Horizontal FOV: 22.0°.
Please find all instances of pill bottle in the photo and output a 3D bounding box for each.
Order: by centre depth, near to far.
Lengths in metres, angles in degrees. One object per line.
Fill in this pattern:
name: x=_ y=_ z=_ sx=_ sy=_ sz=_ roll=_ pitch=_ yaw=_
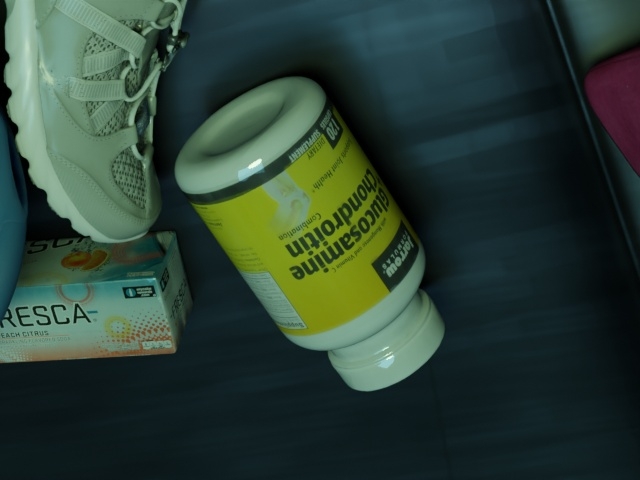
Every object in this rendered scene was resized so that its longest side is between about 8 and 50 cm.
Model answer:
pill bottle: x=0.000 y=0.000 z=0.994 sx=0.103 sy=0.103 sz=0.184 roll=-23 pitch=117 yaw=23

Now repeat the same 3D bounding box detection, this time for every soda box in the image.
soda box: x=-0.181 y=0.039 z=1.079 sx=0.183 sy=0.058 sz=0.063 roll=-4 pitch=122 yaw=11

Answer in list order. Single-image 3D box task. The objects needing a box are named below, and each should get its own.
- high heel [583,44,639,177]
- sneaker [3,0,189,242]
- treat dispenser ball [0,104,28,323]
high heel: x=0.295 y=0.025 z=0.987 sx=0.181 sy=0.127 sz=0.377 roll=7 pitch=134 yaw=41
sneaker: x=-0.118 y=-0.119 z=0.936 sx=0.115 sy=0.105 sz=0.281 roll=-4 pitch=125 yaw=7
treat dispenser ball: x=-0.311 y=-0.014 z=0.927 sx=0.288 sy=0.288 sz=0.288 roll=5 pitch=124 yaw=7
